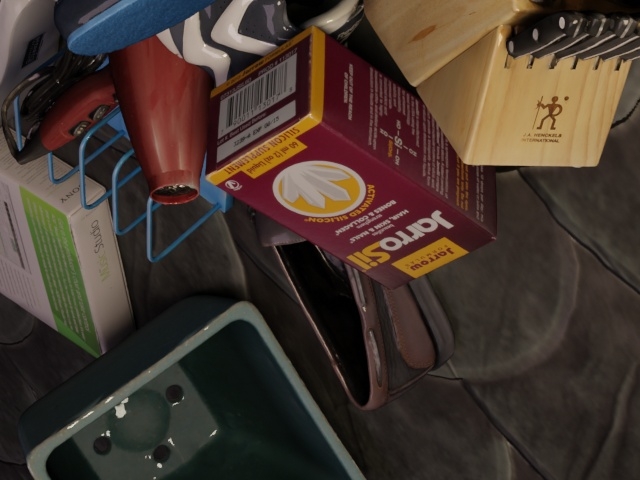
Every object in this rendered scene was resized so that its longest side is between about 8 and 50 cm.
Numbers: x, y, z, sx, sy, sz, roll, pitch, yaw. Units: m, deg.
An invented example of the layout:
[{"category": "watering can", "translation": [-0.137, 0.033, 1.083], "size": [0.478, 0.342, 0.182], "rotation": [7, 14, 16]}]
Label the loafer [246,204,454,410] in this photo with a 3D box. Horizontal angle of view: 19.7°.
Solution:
[{"category": "loafer", "translation": [0.000, 0.000, 1.459], "size": [0.109, 0.095, 0.302], "rotation": [-6, 121, 56]}]

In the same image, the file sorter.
[{"category": "file sorter", "translation": [-0.169, -0.083, 1.581], "size": [0.170, 0.104, 0.118], "rotation": [38, 149, 19]}]

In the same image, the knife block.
[{"category": "knife block", "translation": [0.124, -0.175, 1.034], "size": [0.276, 0.088, 0.242], "rotation": [-117, 34, -52]}]

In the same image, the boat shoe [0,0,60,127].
[{"category": "boat shoe", "translation": [-0.295, -0.182, 1.643], "size": [0.088, 0.096, 0.267], "rotation": [48, 151, 8]}]

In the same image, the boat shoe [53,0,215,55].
[{"category": "boat shoe", "translation": [-0.069, -0.217, 1.192], "size": [0.089, 0.258, 0.109], "rotation": [58, -173, 9]}]

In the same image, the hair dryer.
[{"category": "hair dryer", "translation": [-0.150, -0.120, 1.409], "size": [0.293, 0.080, 0.224], "rotation": [49, 128, 50]}]

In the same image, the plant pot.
[{"category": "plant pot", "translation": [-0.145, 0.201, 1.767], "size": [0.248, 0.247, 0.252], "rotation": [58, 166, -18]}]

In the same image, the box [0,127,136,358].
[{"category": "box", "translation": [-0.334, -0.032, 1.922], "size": [0.322, 0.058, 0.232], "rotation": [32, 148, 29]}]

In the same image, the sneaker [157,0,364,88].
[{"category": "sneaker", "translation": [0.000, -0.128, 1.301], "size": [0.153, 0.094, 0.235], "rotation": [-10, 128, 45]}]

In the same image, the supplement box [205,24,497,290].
[{"category": "supplement box", "translation": [0.023, -0.052, 1.267], "size": [0.104, 0.081, 0.188], "rotation": [-29, 135, 36]}]
